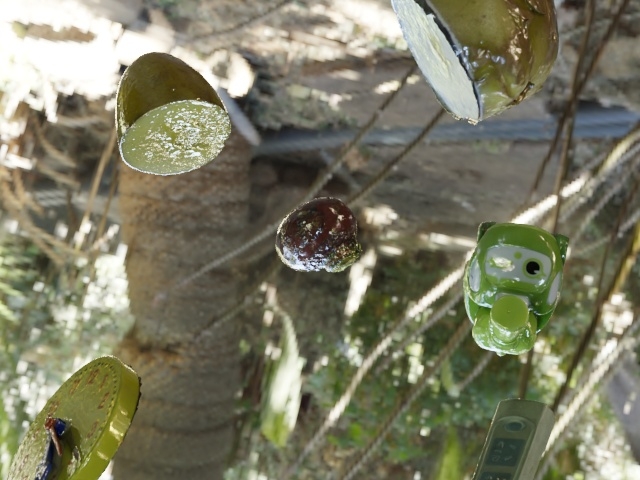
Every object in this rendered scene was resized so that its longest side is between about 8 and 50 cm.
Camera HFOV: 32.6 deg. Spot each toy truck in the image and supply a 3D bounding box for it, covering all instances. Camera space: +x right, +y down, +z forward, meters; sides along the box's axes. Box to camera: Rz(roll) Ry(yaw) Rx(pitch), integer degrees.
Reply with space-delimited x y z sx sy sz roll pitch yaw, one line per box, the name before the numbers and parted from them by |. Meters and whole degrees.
toy truck | 0.283 0.089 1.631 0.148 0.210 0.187 10 144 6

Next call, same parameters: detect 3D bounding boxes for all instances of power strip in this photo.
power strip | 0.255 0.339 1.540 0.080 0.286 0.048 -5 133 39

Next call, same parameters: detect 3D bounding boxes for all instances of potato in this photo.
potato | -0.241 -0.215 1.684 0.178 0.158 0.203 -23 160 7
potato | 0.223 -0.293 1.450 0.246 0.196 0.299 58 -178 -8

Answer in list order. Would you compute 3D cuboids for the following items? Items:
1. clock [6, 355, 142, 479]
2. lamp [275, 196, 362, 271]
clock | -0.391 0.298 1.667 0.071 0.293 0.277 41 140 -25
lamp | 0.000 -0.001 1.978 0.157 0.135 0.156 -31 164 -1
